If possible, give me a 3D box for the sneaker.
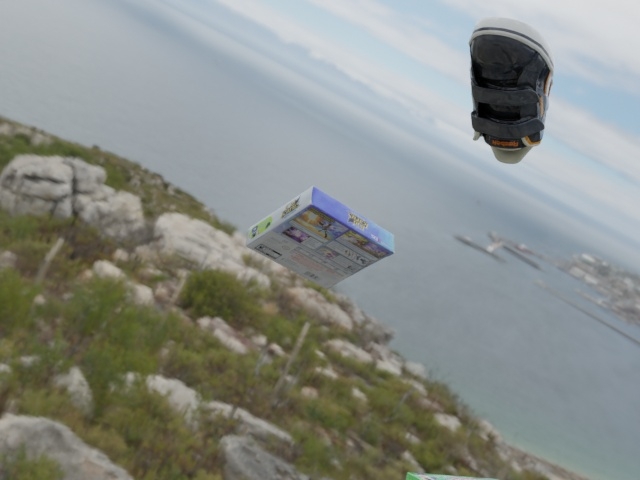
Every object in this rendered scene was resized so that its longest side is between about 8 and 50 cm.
[{"bbox_3d":[0.300,-0.222,1.250,0.126,0.128,0.321,13,-12,26],"label":"sneaker"}]

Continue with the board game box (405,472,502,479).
[{"bbox_3d":[0.211,0.565,1.356,0.213,0.318,0.046,14,-3,-29],"label":"board game box"}]

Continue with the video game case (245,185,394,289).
[{"bbox_3d":[0.000,0.000,1.914,0.269,0.244,0.061,30,48,-32],"label":"video game case"}]
